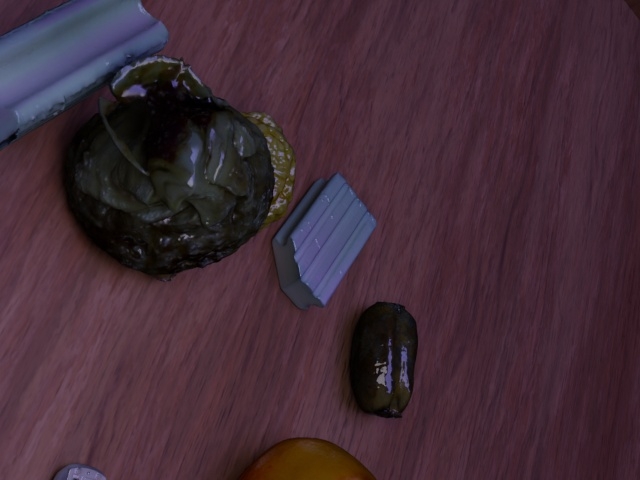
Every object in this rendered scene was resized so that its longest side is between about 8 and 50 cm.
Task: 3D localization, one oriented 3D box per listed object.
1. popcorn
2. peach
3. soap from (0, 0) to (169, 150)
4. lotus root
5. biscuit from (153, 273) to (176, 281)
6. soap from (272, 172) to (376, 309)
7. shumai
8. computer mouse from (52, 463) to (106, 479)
[{"bbox_3d":[-0.156,-0.162,1.774,0.225,0.174,0.285,-27,95,-31],"label":"popcorn"},{"bbox_3d":[-0.041,0.543,1.639,0.308,0.289,0.288,-3,81,-48],"label":"peach"},{"bbox_3d":[-0.501,-0.274,1.436,0.446,0.261,0.156,-46,110,-38],"label":"soap"},{"bbox_3d":[0.144,0.274,1.957,0.152,0.160,0.274,14,67,-14],"label":"lotus root"},{"bbox_3d":[-0.296,0.004,1.691,0.183,0.061,0.118,-35,102,-44],"label":"biscuit"},{"bbox_3d":[0.000,0.000,1.934,0.172,0.095,0.289,50,52,-22],"label":"soap"},{"bbox_3d":[-0.257,-0.125,1.485,0.396,0.348,0.394,1,84,-12],"label":"shumai"},{"bbox_3d":[-0.436,0.490,1.451,0.102,0.045,0.198,27,63,-34],"label":"computer mouse"}]
